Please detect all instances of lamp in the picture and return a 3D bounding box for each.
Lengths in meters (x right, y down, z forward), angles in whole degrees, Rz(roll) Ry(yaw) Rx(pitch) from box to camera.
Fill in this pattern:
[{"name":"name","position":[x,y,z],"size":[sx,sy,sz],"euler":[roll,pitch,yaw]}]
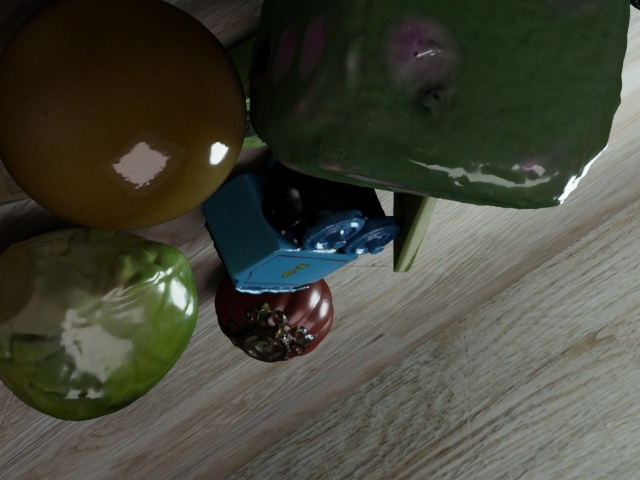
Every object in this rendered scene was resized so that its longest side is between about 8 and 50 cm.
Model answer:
[{"name":"lamp","position":[-0.086,0.119,2.172],"size":[0.226,0.227,0.227],"euler":[-28,161,-10]}]

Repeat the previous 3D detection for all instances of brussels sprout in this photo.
[{"name":"brussels sprout","position":[-0.339,0.103,1.667],"size":[0.344,0.268,0.344],"euler":[-28,140,-26]}]

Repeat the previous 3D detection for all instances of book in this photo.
[{"name":"book","position":[0.157,-0.119,1.904],"size":[0.035,0.239,0.352],"euler":[2,157,-4]}]

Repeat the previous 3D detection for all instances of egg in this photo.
[{"name":"egg","position":[-0.205,-0.136,1.241],"size":[0.250,0.250,0.322],"euler":[-37,167,18]}]

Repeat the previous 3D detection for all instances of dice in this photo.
[{"name":"dice","position":[0.117,-0.209,1.264],"size":[0.330,0.318,0.322],"euler":[10,180,-22]}]

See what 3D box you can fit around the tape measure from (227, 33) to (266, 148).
[{"name":"tape measure","position":[-0.083,-0.188,1.522],"size":[0.200,0.106,0.175],"euler":[-30,158,3]}]

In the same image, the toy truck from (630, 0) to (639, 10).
[{"name":"toy truck","position":[0.483,-0.458,1.689],"size":[0.224,0.147,0.165],"euler":[-31,134,4]}]

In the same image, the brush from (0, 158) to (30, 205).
[{"name":"brush","position":[-0.331,-0.089,1.474],"size":[0.327,0.070,0.065],"euler":[-16,175,-41]}]

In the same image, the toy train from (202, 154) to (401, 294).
[{"name":"toy train","position":[-0.030,-0.032,1.902],"size":[0.265,0.188,0.300],"euler":[-31,163,23]}]
